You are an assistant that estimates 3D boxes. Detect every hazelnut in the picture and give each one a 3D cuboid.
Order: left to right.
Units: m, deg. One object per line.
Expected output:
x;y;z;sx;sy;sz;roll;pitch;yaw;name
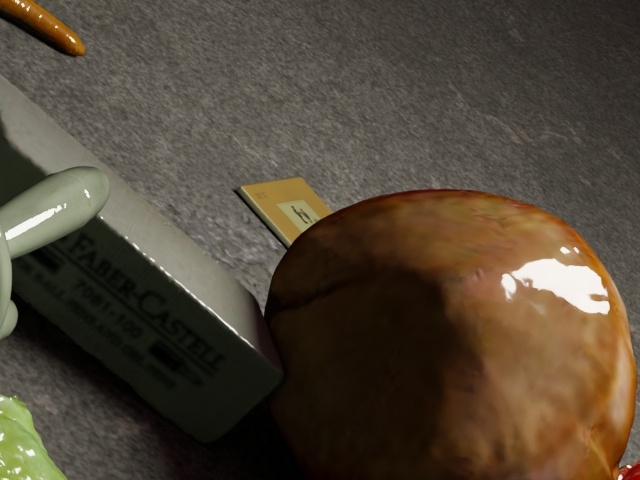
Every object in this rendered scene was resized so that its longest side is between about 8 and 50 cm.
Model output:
0.116;0.125;1.683;0.372;0.315;0.372;-17;90;-81;hazelnut

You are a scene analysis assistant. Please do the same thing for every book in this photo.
0.000;0.000;2.054;0.172;0.012;0.118;48;27;19;book

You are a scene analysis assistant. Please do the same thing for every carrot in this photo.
-0.317;-0.243;2.011;0.190;0.037;0.037;30;27;-22;carrot

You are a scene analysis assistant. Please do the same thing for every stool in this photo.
-0.294;-0.012;1.471;0.195;0.195;0.198;37;23;-2;stool

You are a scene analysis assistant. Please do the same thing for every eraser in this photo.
-0.185;0.016;1.621;0.352;0.111;0.077;41;28;-12;eraser

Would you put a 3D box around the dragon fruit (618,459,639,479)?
0.335;0.307;1.721;0.244;0.244;0.299;37;28;-3;dragon fruit

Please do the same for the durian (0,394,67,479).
-0.236;0.194;1.188;0.256;0.204;0.339;-7;54;-48;durian
